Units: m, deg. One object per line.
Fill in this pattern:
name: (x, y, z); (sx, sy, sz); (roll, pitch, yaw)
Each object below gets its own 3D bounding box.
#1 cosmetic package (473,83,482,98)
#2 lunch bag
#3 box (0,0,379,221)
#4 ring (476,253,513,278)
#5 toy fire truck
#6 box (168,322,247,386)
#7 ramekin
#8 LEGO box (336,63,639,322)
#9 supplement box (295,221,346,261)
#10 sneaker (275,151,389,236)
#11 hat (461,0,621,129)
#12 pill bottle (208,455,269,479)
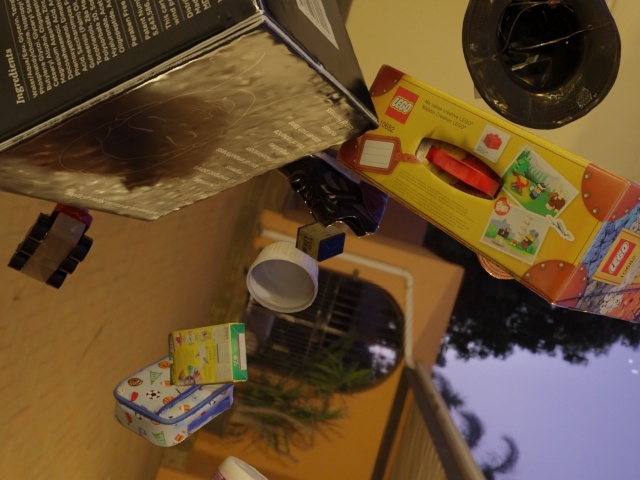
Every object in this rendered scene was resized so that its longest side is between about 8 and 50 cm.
cosmetic package: (0.427, -0.375, 1.732); (0.060, 0.115, 0.041); (-75, 156, -58)
lunch bag: (-0.377, 0.412, 1.912); (0.303, 0.243, 0.114); (-29, 130, -53)
box: (-0.228, -0.259, 1.063); (0.480, 0.472, 0.297); (16, 54, -69)
ring: (0.572, -0.048, 2.048); (0.032, 0.337, 0.336); (37, -66, 55)
toy fire truck: (-0.566, -0.057, 1.548); (0.217, 0.159, 0.246); (-38, -149, 43)
box: (-0.212, 0.211, 1.315); (0.043, 0.179, 0.105); (10, 73, -52)
ramekin: (-0.102, 0.098, 2.082); (0.109, 0.207, 0.207); (-74, -179, -50)
LEGO box: (0.333, -0.079, 1.213); (0.500, 0.373, 0.193); (39, -72, 43)
supplement box: (0.000, 0.000, 1.704); (0.083, 0.083, 0.056); (-20, 129, -42)
sneaker: (0.005, -0.096, 1.420); (0.107, 0.283, 0.124); (-23, -132, 67)
hat: (0.413, -0.382, 1.415); (0.134, 0.332, 0.331); (-132, -121, -79)
pill bottle: (-0.235, 0.660, 1.630); (0.301, 0.169, 0.169); (-54, 178, -10)
